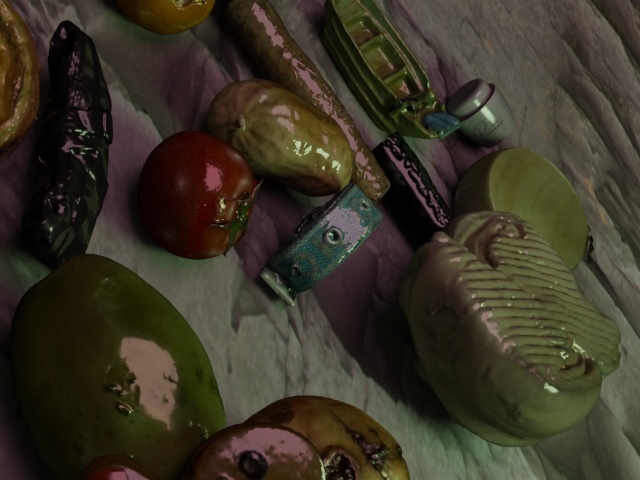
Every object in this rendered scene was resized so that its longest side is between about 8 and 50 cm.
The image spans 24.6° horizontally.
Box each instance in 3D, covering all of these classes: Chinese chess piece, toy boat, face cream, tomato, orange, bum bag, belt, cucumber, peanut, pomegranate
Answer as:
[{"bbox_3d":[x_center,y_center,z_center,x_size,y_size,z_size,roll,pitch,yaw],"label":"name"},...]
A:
[{"bbox_3d":[0.314,-0.030,2.278,0.237,0.092,0.238,21,52,-29],"label":"Chinese chess piece"},{"bbox_3d":[0.097,-0.258,2.245,0.111,0.084,0.276,-34,85,-43],"label":"toy boat"},{"bbox_3d":[0.257,-0.202,2.336,0.095,0.091,0.091,46,44,-20],"label":"face cream"},{"bbox_3d":[-0.159,-0.061,1.867,0.167,0.167,0.167,20,54,-30],"label":"tomato"},{"bbox_3d":[-0.211,-0.360,2.006,0.154,0.134,0.155,15,55,-24],"label":"orange"},{"bbox_3d":[-0.301,-0.107,1.790,0.144,0.095,0.341,72,16,-56],"label":"bum bag"},{"bbox_3d":[0.005,-0.005,1.971,0.082,0.147,0.163,46,35,-5],"label":"belt"},{"bbox_3d":[0.151,-0.043,2.163,0.074,0.074,0.241,-33,89,-46],"label":"cucumber"},{"bbox_3d":[-0.049,-0.139,2.016,0.224,0.129,0.129,24,52,-24],"label":"peanut"},{"bbox_3d":[-0.015,0.309,1.696,0.260,0.260,0.260,20,54,-30],"label":"pomegranate"}]

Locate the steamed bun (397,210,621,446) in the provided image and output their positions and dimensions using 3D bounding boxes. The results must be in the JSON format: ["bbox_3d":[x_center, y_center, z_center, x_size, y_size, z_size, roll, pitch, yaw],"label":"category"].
[{"bbox_3d":[0.238,0.140,2.037,0.324,0.219,0.309,46,33,11],"label":"steamed bun"}]

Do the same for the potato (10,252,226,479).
[{"bbox_3d":[-0.227,0.167,1.629,0.215,0.216,0.304,-14,67,-44],"label":"potato"}]

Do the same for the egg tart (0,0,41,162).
[{"bbox_3d":[-0.458,-0.206,1.743,0.278,0.095,0.279,18,60,-34],"label":"egg tart"}]

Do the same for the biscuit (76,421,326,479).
[{"bbox_3d":[-0.164,0.354,1.500,0.432,0.064,0.283,-41,101,-12],"label":"biscuit"}]

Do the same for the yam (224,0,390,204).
[{"bbox_3d":[-0.018,-0.202,2.118,0.081,0.081,0.357,-33,90,-46],"label":"yam"}]
